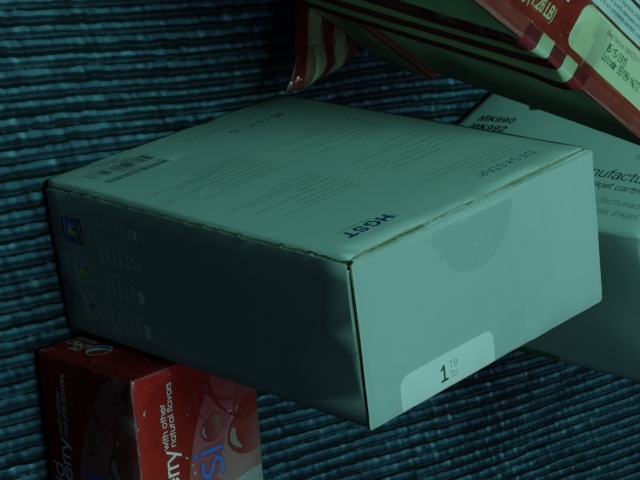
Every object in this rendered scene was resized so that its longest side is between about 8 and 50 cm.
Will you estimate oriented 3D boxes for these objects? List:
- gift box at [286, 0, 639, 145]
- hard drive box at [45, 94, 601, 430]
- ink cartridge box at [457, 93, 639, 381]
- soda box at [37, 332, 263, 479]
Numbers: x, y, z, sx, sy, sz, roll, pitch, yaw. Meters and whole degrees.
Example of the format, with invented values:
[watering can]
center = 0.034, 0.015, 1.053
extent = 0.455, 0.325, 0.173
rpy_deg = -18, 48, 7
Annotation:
[gift box]
center = 0.068, -0.203, 1.001
extent = 0.255, 0.258, 0.276
rpy_deg = 38, 82, -44
[hard drive box]
center = 0.000, 0.000, 0.999
extent = 0.181, 0.232, 0.089
rpy_deg = -24, 116, -38
[ink cartridge box]
center = 0.216, -0.053, 1.220
extent = 0.289, 0.211, 0.121
rpy_deg = -42, 125, -31
[soda box]
center = -0.087, 0.178, 1.062
extent = 0.092, 0.083, 0.263
rpy_deg = -19, 112, -42
